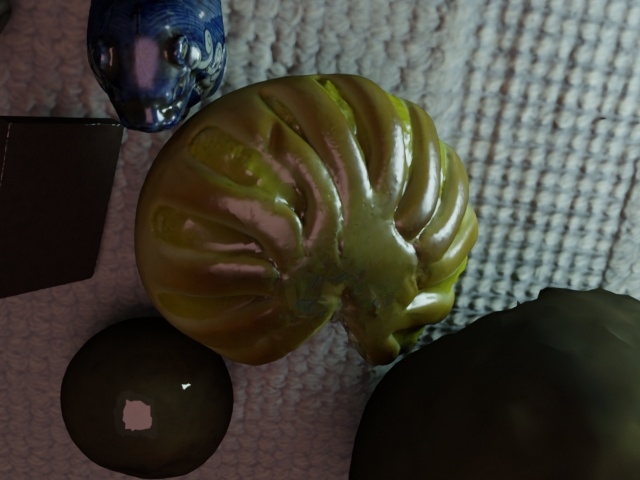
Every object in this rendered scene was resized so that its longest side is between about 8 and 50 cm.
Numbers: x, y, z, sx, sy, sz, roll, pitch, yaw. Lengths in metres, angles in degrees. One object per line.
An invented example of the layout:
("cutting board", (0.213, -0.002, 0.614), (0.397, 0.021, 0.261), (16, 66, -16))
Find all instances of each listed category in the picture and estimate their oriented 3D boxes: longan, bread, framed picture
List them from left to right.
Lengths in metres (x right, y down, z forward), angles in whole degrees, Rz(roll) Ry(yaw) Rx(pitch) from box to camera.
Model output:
("framed picture", (-0.255, -0.033, 0.660), (0.023, 0.128, 0.169), (26, 110, 25))
("longan", (-0.174, 0.164, 0.723), (0.167, 0.167, 0.187), (-19, 125, 0))
("bread", (0.000, 0.000, 0.648), (0.332, 0.160, 0.333), (-11, 126, -15))
("longan", (0.226, 0.237, 0.675), (0.403, 0.404, 0.436), (-5, 135, -6))

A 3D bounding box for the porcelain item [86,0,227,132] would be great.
("porcelain item", (-0.137, -0.232, 0.560), (0.137, 0.186, 0.288), (4, 111, -5))

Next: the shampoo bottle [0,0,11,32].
("shampoo bottle", (-0.391, -0.250, 0.572), (0.262, 0.085, 0.085), (39, 102, -19))
